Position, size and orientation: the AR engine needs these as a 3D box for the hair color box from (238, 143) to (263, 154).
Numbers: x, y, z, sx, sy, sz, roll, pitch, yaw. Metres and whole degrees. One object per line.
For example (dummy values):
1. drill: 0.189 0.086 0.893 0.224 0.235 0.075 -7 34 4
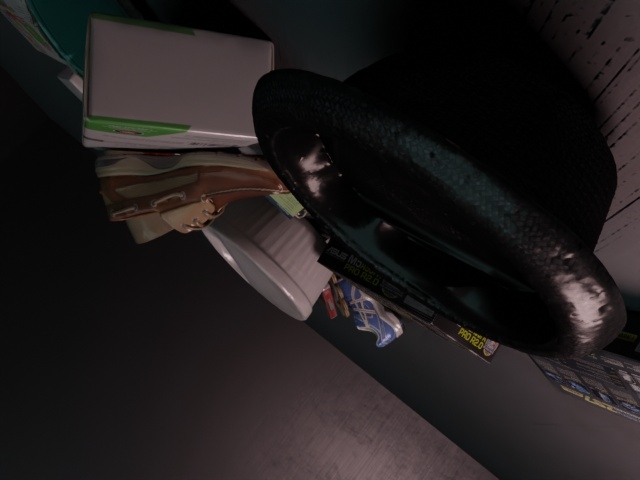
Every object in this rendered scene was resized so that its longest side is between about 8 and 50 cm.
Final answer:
1. hair color box: -0.110 -0.177 0.899 0.072 0.043 0.141 47 166 -27

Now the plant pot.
1. plant pot: -0.511 -0.173 1.657 0.274 0.256 0.256 61 160 -18

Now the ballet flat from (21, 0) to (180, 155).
1. ballet flat: -0.311 -0.292 0.913 0.147 0.147 0.409 25 160 48

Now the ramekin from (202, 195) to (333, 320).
1. ramekin: -0.093 0.018 1.074 0.272 0.127 0.273 38 164 13

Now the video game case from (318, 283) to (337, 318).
1. video game case: -0.028 0.083 1.432 0.204 0.025 0.285 56 173 20

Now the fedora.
1. fedora: 0.108 -0.055 0.461 0.334 0.152 0.334 38 167 11

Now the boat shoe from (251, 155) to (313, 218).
1. boat shoe: -0.033 -0.071 0.968 0.233 0.079 0.084 37 167 2

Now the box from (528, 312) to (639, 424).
1. box: 0.354 0.151 0.664 0.183 0.059 0.232 47 165 -26

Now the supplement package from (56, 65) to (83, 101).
1. supplement package: -0.483 -0.336 1.269 0.105 0.105 0.179 27 162 47

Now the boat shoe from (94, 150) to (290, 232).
1. boat shoe: -0.188 -0.071 0.831 0.324 0.117 0.123 2 -175 23

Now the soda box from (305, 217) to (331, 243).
1. soda box: 0.000 0.000 1.156 0.060 0.053 0.169 29 164 38

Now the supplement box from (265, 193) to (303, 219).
1. supplement box: -0.043 -0.095 0.875 0.083 0.056 0.083 43 130 -11

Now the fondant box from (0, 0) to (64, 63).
1. fondant box: -0.566 -0.486 1.032 0.238 0.096 0.330 30 163 36

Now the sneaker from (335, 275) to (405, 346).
1. sneaker: 0.104 0.167 1.345 0.211 0.081 0.080 42 171 20

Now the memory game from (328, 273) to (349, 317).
1. memory game: 0.026 0.102 1.350 0.186 0.012 0.186 62 172 15

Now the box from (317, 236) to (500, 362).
1. box: 0.151 0.096 0.950 0.270 0.060 0.216 26 174 47

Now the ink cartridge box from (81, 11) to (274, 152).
1. ink cartridge box: -0.208 -0.188 0.749 0.211 0.122 0.289 1 -177 -24

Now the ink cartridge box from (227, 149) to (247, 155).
1. ink cartridge box: -0.237 -0.158 1.265 0.330 0.071 0.324 27 162 40

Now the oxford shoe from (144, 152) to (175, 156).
1. oxford shoe: -0.414 -0.244 1.465 0.271 0.097 0.098 39 -173 21
